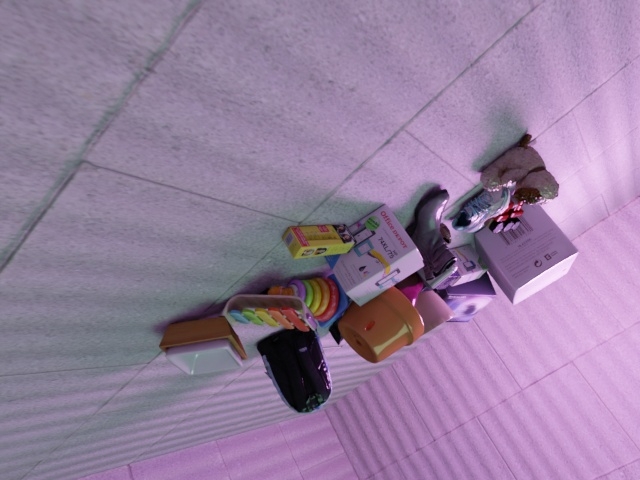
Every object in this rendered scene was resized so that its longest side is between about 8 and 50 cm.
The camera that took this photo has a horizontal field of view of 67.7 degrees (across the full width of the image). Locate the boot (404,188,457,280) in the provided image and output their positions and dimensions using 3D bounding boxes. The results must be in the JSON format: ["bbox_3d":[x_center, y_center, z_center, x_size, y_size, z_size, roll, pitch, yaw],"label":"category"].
[{"bbox_3d":[0.427,-0.013,1.729,0.118,0.223,0.338,-19,152,-20],"label":"boot"}]

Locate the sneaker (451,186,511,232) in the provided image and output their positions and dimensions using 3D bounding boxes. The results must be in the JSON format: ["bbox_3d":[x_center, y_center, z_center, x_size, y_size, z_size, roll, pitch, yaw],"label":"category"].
[{"bbox_3d":[0.626,-0.122,1.875,0.122,0.110,0.283,-7,146,-33],"label":"sneaker"}]

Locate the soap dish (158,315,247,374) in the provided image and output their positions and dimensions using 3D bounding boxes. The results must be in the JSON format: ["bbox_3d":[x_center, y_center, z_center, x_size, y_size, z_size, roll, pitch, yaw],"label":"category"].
[{"bbox_3d":[-0.385,0.358,1.616,0.228,0.118,0.291,-8,151,-2],"label":"soap dish"}]

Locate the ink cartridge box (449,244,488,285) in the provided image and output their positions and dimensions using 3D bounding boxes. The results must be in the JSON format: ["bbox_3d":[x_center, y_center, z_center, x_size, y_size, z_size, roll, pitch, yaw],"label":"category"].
[{"bbox_3d":[0.675,0.118,2.293,0.212,0.154,0.093,-11,148,-34],"label":"ink cartridge box"}]

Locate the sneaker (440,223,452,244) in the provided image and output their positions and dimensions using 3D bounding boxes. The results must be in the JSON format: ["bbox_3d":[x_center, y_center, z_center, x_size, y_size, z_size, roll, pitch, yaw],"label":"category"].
[{"bbox_3d":[0.516,-0.001,2.014,0.066,0.071,0.188,-31,154,1],"label":"sneaker"}]

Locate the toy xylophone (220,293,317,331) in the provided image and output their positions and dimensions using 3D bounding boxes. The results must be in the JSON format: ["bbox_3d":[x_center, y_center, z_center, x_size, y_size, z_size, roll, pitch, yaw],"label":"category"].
[{"bbox_3d":[-0.157,0.254,1.616,0.322,0.081,0.236,-5,150,24],"label":"toy xylophone"}]

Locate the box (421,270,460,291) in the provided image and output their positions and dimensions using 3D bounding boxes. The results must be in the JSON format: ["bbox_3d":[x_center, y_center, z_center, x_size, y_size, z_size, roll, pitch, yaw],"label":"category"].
[{"bbox_3d":[0.502,0.135,2.148,0.207,0.153,0.108,0,141,-47],"label":"box"}]

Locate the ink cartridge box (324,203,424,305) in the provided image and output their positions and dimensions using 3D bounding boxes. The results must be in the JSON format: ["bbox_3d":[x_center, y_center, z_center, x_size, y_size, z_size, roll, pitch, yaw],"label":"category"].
[{"bbox_3d":[0.178,0.054,1.621,0.270,0.198,0.197,-34,153,5],"label":"ink cartridge box"}]

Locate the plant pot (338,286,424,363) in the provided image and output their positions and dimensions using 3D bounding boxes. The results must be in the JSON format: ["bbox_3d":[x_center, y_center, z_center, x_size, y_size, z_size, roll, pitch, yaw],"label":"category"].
[{"bbox_3d":[0.202,0.310,1.755,0.203,0.291,0.291,-40,158,-22],"label":"plant pot"}]

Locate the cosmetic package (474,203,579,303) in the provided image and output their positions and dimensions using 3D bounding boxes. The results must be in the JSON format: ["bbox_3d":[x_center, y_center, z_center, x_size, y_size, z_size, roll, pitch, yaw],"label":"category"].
[{"bbox_3d":[0.985,0.066,2.326,0.329,0.327,0.393,-34,155,7],"label":"cosmetic package"}]

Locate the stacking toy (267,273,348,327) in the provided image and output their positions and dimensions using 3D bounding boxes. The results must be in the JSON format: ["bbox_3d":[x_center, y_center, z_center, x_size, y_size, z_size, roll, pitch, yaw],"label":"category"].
[{"bbox_3d":[-0.066,0.200,1.712,0.301,0.166,0.175,13,131,-39],"label":"stacking toy"}]

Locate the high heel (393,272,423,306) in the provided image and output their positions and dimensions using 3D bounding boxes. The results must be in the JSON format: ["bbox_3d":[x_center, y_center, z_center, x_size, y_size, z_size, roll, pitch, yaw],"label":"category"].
[{"bbox_3d":[0.345,0.154,1.924,0.127,0.377,0.181,-9,123,11],"label":"high heel"}]

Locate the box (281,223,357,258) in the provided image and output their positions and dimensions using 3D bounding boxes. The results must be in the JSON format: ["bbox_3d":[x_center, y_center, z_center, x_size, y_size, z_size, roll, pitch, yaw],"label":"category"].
[{"bbox_3d":[0.000,0.000,1.472,0.232,0.087,0.058,-4,142,-40],"label":"box"}]

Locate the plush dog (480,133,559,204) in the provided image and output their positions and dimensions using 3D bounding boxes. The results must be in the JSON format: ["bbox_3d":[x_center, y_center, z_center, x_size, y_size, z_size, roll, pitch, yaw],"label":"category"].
[{"bbox_3d":[0.734,-0.223,1.668,0.262,0.225,0.211,-13,149,-30],"label":"plush dog"}]

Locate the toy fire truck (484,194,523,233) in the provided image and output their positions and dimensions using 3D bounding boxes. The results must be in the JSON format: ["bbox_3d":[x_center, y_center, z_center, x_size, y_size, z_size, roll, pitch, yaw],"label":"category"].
[{"bbox_3d":[0.800,-0.152,1.974,0.217,0.158,0.246,-6,134,-39],"label":"toy fire truck"}]

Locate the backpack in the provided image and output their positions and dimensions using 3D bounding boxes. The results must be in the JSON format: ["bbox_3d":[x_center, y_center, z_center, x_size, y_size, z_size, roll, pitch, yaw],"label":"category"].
[{"bbox_3d":[-0.087,0.582,2.107,0.290,0.355,0.273,-23,154,-16],"label":"backpack"}]

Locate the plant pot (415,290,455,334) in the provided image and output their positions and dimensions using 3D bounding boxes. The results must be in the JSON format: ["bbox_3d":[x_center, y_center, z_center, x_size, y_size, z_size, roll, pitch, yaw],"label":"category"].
[{"bbox_3d":[0.431,0.292,2.185,0.256,0.274,0.256,-29,165,-9],"label":"plant pot"}]

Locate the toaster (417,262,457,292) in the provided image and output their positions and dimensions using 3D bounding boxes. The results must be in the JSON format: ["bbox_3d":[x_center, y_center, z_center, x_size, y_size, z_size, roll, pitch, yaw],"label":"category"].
[{"bbox_3d":[0.459,0.094,1.959,0.146,0.227,0.129,-40,175,18],"label":"toaster"}]

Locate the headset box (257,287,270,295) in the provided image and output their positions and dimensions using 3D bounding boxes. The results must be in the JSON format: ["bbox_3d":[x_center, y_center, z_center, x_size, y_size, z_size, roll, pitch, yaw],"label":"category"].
[{"bbox_3d":[-0.190,0.203,1.694,0.062,0.032,0.083,-35,155,10],"label":"headset box"}]

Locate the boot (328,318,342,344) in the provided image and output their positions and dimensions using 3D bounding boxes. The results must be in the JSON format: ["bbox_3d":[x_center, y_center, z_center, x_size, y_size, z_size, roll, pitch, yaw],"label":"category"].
[{"bbox_3d":[0.167,0.410,2.370,0.229,0.091,0.263,-27,159,-20],"label":"boot"}]

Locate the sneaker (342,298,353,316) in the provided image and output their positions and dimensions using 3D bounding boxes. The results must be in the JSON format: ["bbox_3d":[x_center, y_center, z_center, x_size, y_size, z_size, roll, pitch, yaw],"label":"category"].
[{"bbox_3d":[0.177,0.271,2.070,0.210,0.137,0.366,-34,157,1],"label":"sneaker"}]

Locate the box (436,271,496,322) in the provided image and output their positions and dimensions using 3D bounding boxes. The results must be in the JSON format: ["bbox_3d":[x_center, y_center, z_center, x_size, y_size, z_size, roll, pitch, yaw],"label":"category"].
[{"bbox_3d":[0.696,0.287,2.499,0.296,0.183,0.294,3,141,-18],"label":"box"}]
